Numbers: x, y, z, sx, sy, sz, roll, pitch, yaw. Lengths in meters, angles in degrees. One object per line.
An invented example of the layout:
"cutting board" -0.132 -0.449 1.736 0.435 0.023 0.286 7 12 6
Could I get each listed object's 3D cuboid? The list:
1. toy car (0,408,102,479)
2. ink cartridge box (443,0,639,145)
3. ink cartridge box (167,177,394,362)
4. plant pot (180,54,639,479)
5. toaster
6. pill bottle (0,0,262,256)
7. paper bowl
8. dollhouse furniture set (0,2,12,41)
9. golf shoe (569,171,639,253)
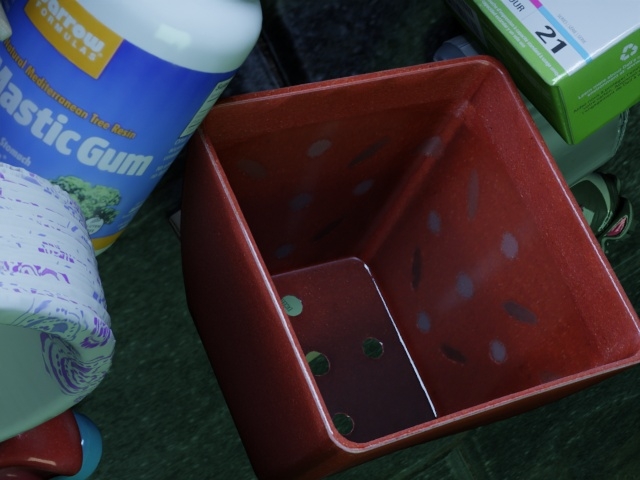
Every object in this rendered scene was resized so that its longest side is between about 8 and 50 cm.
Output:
"toy car" -0.276 0.268 1.199 0.210 0.238 0.219 -36 155 4
"ink cartridge box" 0.236 -0.226 1.049 0.255 0.188 0.097 -35 148 0
"ink cartridge box" 0.000 0.000 1.248 0.193 0.088 0.234 -36 150 3
"plant pot" 0.034 0.048 1.038 0.267 0.267 0.235 -13 158 -29
"toaster" 0.191 -0.114 1.227 0.146 0.129 0.227 -30 148 -11
"pill bottle" -0.133 -0.127 0.871 0.152 0.152 0.272 4 133 -47
"paper bowl" -0.267 0.030 0.761 0.284 0.148 0.284 -13 159 -5
"dollhouse furniture set" -0.330 -0.099 0.686 0.302 0.151 0.197 -34 136 2
"golf shoe" 0.226 0.025 1.513 0.120 0.105 0.272 16 119 -34
